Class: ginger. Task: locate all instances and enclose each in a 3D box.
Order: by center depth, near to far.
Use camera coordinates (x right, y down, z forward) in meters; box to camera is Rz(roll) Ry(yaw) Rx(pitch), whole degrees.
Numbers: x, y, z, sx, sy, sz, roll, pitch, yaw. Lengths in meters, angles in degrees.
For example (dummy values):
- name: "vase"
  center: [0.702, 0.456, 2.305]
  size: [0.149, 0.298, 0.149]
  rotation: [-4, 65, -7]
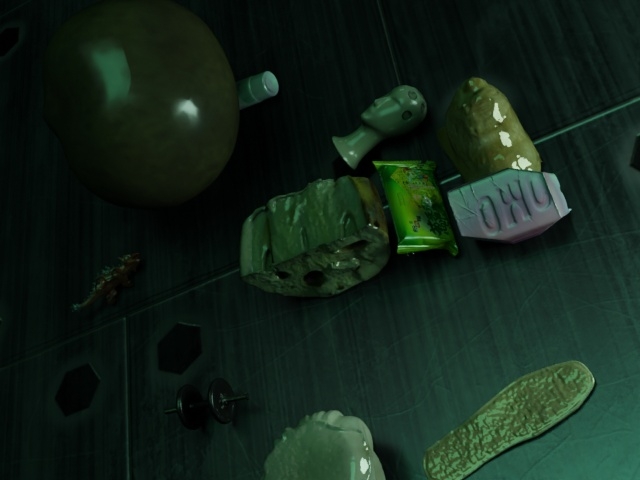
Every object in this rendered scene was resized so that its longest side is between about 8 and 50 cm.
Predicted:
- name: "ginger"
  center: [0.249, -0.147, 1.368]
  size: [0.115, 0.123, 0.193]
  rotation: [-32, 58, -4]

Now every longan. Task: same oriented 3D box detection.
- name: "longan"
  center: [-0.300, -0.229, 1.597]
  size: [0.360, 0.361, 0.361]
  rotation: [-15, 55, 23]

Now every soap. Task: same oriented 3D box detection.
- name: "soap"
  center: [0.262, -0.047, 1.310]
  size: [0.149, 0.056, 0.100]
  rotation: [-20, 83, 19]

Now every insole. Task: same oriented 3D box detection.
- name: "insole"
  center: [0.235, 0.231, 1.206]
  size: [0.247, 0.011, 0.081]
  rotation: [-36, 50, 8]

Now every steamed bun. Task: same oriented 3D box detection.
- name: "steamed bun"
  center: [0.008, 0.316, 1.231]
  size: [0.182, 0.106, 0.183]
  rotation: [-17, 56, 26]

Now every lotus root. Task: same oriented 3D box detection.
- name: "lotus root"
  center: [0.000, 0.000, 1.411]
  size: [0.234, 0.138, 0.119]
  rotation: [-18, 49, 22]

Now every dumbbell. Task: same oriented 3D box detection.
- name: "dumbbell"
  center: [-0.170, 0.242, 1.406]
  size: [0.147, 0.069, 0.069]
  rotation: [-14, 56, 23]

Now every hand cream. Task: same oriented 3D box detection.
- name: "hand cream"
  center: [-0.157, -0.260, 1.730]
  size: [0.174, 0.047, 0.076]
  rotation: [-14, 57, 35]

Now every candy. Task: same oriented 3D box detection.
- name: "candy"
  center: [0.140, -0.052, 1.391]
  size: [0.032, 0.102, 0.178]
  rotation: [115, 153, -45]

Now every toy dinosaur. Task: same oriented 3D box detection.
- name: "toy dinosaur"
  center: [-0.371, 0.076, 1.643]
  size: [0.154, 0.049, 0.055]
  rotation: [-40, 52, -3]

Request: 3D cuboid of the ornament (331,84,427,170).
- name: "ornament"
  center: [0.096, -0.185, 1.504]
  size: [0.156, 0.081, 0.075]
  rotation: [-35, 35, 14]
